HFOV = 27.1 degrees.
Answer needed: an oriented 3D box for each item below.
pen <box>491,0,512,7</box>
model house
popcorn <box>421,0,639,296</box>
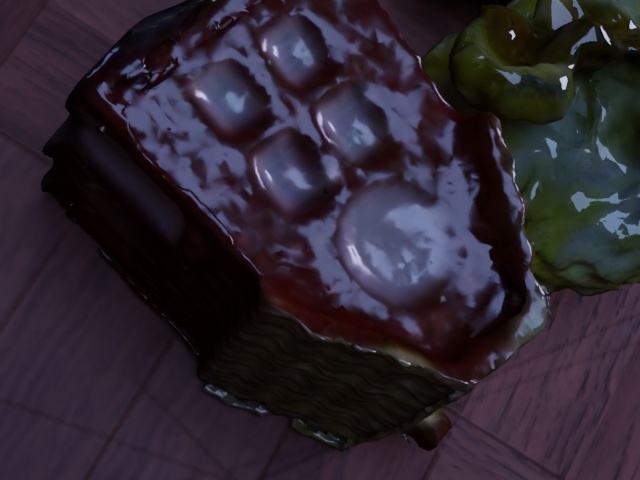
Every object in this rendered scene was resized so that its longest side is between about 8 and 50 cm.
[{"bbox_3d":[0.100,-0.220,0.863,0.025,0.025,0.204,-14,80,-19],"label":"pen"},{"bbox_3d":[0.000,0.000,0.687,0.160,0.196,0.254,-42,90,-23],"label":"model house"},{"bbox_3d":[0.135,-0.063,0.746,0.198,0.212,0.198,-7,61,14],"label":"popcorn"}]
